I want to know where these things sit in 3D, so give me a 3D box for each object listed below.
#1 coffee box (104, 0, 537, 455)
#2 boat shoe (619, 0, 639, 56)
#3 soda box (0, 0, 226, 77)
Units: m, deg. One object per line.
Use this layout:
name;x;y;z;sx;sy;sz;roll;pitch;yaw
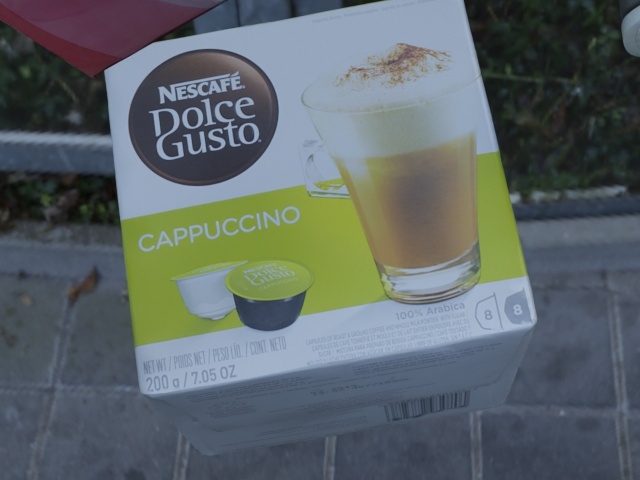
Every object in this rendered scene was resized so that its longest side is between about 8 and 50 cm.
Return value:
coffee box;0.000;0.000;1.135;0.338;0.338;0.334;-10;70;1
boat shoe;0.307;-0.200;0.879;0.305;0.109;0.091;-12;86;-49
soda box;-0.100;-0.136;0.312;0.092;0.263;0.083;-28;74;11
